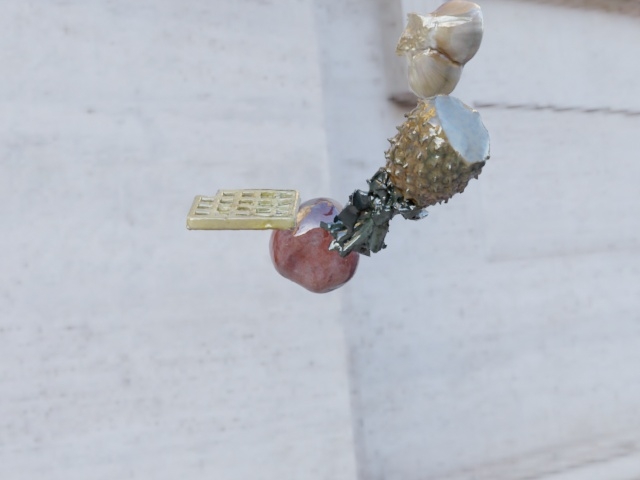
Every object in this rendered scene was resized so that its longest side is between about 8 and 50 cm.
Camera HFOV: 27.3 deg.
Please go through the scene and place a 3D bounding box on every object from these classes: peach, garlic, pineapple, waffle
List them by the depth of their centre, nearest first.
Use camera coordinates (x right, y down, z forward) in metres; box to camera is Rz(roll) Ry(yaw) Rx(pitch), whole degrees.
[{"bbox_3d":[0.092,-0.063,1.565,0.125,0.125,0.251,-3,-31,-41],"label":"pineapple"},{"bbox_3d":[-0.094,-0.038,1.618,0.135,0.021,0.092,1,28,5],"label":"waffle"},{"bbox_3d":[0.000,0.000,2.091,0.152,0.152,0.152,-5,-3,0],"label":"peach"},{"bbox_3d":[0.200,-0.318,2.180,0.124,0.174,0.099,27,19,24],"label":"garlic"}]
